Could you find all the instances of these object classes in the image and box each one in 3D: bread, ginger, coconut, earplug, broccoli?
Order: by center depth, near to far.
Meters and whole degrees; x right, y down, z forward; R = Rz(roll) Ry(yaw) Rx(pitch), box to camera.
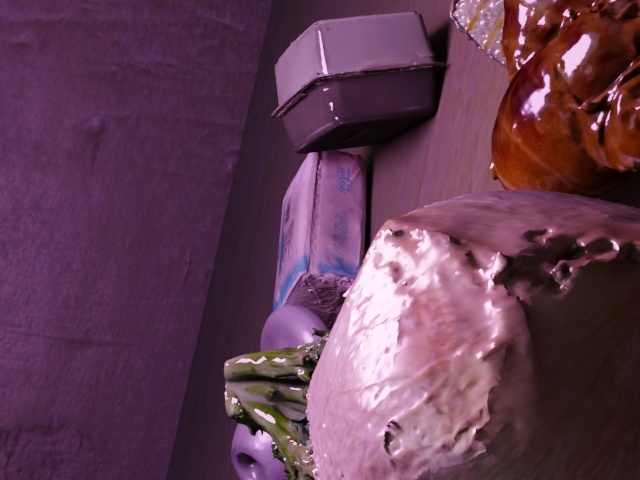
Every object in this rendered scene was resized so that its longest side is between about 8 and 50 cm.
[{"bbox_3d":[0.160,0.122,0.783,0.346,0.346,0.360,-97,24,-54],"label":"coconut"},{"bbox_3d":[0.268,-0.205,1.033,0.274,0.152,0.357,148,133,-69],"label":"ginger"},{"bbox_3d":[0.243,-0.265,1.313,0.110,0.156,0.103,-41,-11,-52],"label":"bread"},{"bbox_3d":[-0.007,0.231,1.461,0.265,0.245,0.294,-69,-17,-48],"label":"broccoli"},{"bbox_3d":[-0.046,0.253,1.731,0.214,0.175,0.325,110,166,-45],"label":"earplug"}]

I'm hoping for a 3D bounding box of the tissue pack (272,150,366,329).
[{"bbox_3d":[-0.001,0.001,1.901,0.201,0.124,0.271,125,154,-52],"label":"tissue pack"}]

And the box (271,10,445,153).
[{"bbox_3d":[0.051,-0.245,1.755,0.290,0.220,0.166,157,104,-72],"label":"box"}]
